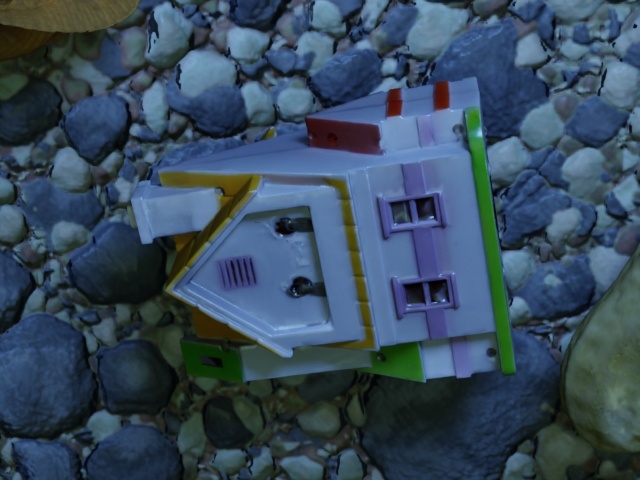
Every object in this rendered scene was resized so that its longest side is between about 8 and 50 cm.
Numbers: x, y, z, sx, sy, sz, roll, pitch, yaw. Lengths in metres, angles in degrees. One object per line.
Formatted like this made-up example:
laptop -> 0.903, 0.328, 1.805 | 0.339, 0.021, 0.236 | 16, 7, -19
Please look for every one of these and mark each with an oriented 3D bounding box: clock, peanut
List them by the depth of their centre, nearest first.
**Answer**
peanut -> 0.322, 0.051, 1.180 | 0.148, 0.147, 0.319 | 29, 111, -2
clock -> 0.000, 0.000, 1.204 | 0.310, 0.166, 0.235 | -8, 112, 7

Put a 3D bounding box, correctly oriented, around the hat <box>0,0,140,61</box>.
hat -> -0.311, -0.206, 1.186 | 0.244, 0.233, 0.233 | 19, 140, -29
